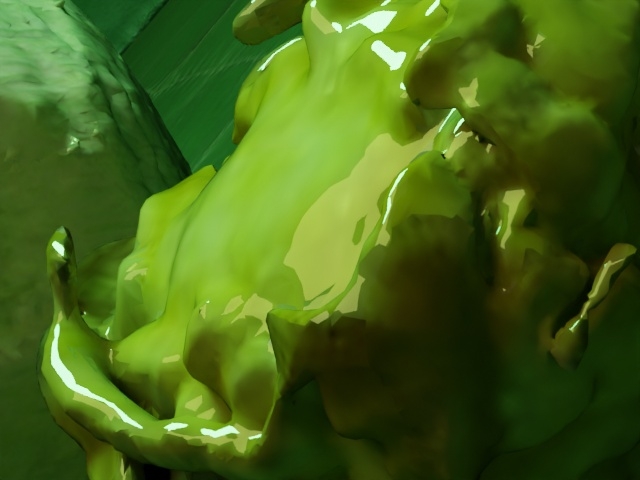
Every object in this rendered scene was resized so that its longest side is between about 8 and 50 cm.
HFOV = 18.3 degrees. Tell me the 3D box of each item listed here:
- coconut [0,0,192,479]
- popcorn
[{"bbox_3d":[-0.199,0.044,0.893,0.404,0.404,0.404,-45,14,14],"label":"coconut"},{"bbox_3d":[0.035,0.008,0.617,0.250,0.190,0.250,-38,15,12],"label":"popcorn"}]
